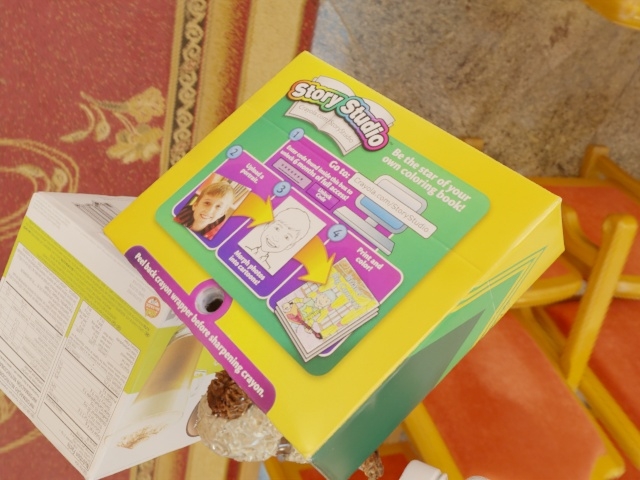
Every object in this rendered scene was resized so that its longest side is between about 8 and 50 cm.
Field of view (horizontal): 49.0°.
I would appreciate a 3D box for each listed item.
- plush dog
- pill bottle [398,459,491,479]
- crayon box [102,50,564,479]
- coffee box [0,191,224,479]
[{"bbox_3d":[-0.048,0.225,0.911,0.225,0.211,0.262,-4,144,-15],"label":"plush dog"},{"bbox_3d":[0.190,0.339,0.779,0.131,0.229,0.131,-47,147,-44],"label":"pill bottle"},{"bbox_3d":[0.000,0.000,0.718,0.313,0.363,0.106,-43,144,-10],"label":"crayon box"},{"bbox_3d":[-0.317,0.144,1.216,0.337,0.338,0.334,0,119,-60],"label":"coffee box"}]
